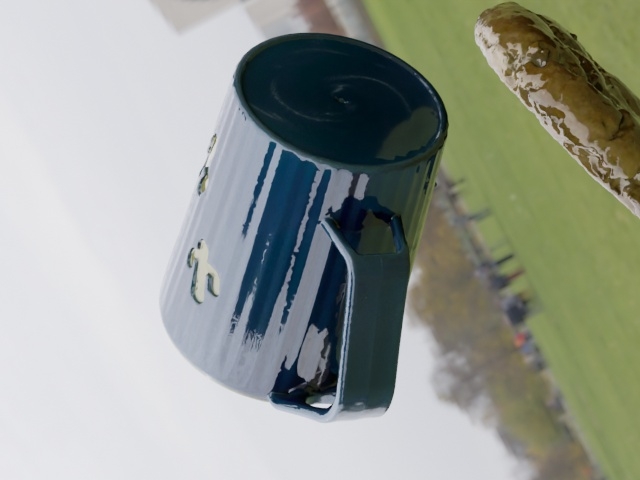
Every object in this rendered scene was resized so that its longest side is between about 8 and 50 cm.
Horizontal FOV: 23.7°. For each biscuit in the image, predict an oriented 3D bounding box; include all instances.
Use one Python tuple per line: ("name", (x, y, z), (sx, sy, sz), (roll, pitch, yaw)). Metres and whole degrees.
("biscuit", (0.180, -0.061, 0.903), (0.226, 0.042, 0.226), (41, -165, -13))

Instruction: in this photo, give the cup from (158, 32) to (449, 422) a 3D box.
("cup", (0.000, 0.000, 0.769), (0.176, 0.131, 0.155), (-117, 32, -41))
